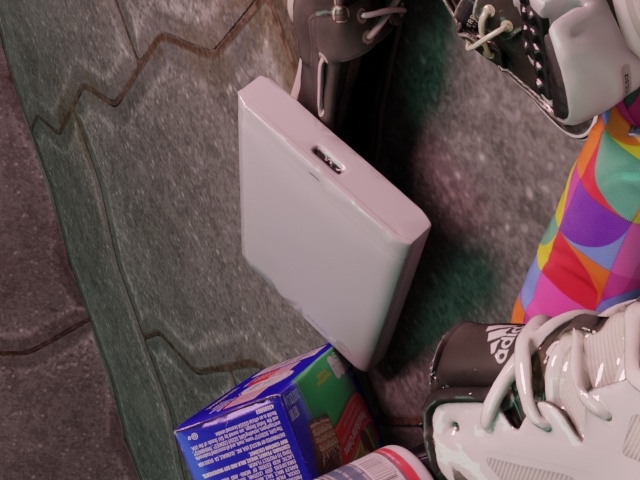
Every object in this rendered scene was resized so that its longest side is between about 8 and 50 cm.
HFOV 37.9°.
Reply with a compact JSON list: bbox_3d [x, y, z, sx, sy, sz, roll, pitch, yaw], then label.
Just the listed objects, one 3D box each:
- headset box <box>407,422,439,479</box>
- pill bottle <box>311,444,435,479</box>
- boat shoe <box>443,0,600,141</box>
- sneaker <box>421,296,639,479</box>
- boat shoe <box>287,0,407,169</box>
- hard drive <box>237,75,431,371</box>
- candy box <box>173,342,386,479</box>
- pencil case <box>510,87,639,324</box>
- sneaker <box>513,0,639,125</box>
[{"bbox_3d":[0.166,0.276,0.785,0.283,0.131,0.246,67,154,10],"label":"headset box"},{"bbox_3d":[0.003,0.240,0.725,0.108,0.180,0.108,43,142,46],"label":"pill bottle"},{"bbox_3d":[0.124,-0.154,0.640,0.219,0.070,0.078,61,153,20],"label":"boat shoe"},{"bbox_3d":[0.155,0.067,0.459,0.257,0.169,0.447,22,134,33],"label":"sneaker"},{"bbox_3d":[0.032,-0.157,0.799,0.095,0.112,0.335,42,151,17],"label":"boat shoe"},{"bbox_3d":[0.000,0.000,0.910,0.203,0.040,0.307,43,157,17],"label":"hard drive"},{"bbox_3d":[0.005,0.288,0.954,0.317,0.122,0.268,69,-165,0],"label":"candy box"},{"bbox_3d":[0.192,-0.001,0.583,0.104,0.104,0.236,53,151,33],"label":"pencil case"},{"bbox_3d":[0.150,-0.205,0.531,0.110,0.118,0.292,52,-156,-63],"label":"sneaker"}]
